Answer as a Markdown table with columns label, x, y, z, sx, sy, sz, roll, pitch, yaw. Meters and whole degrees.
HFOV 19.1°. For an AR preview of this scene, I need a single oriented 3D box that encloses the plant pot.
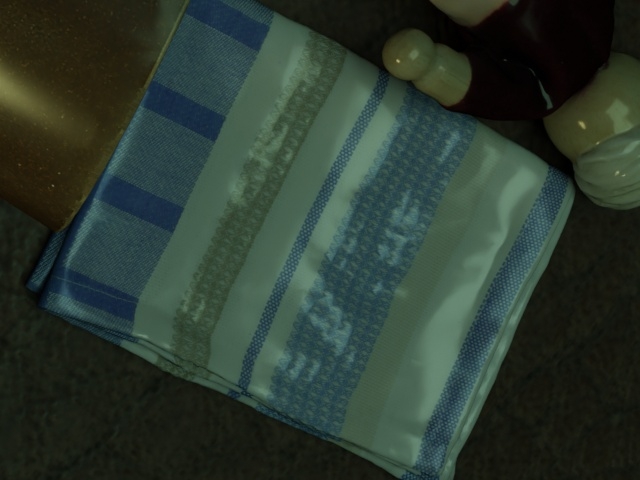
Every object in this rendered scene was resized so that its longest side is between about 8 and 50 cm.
| label | x | y | z | sx | sy | sz | roll | pitch | yaw |
| --- | --- | --- | --- | --- | --- | --- | --- | --- | --- |
| plant pot | -0.178 | -0.149 | 0.875 | 0.230 | 0.215 | 0.215 | 26 | 87 | -12 |

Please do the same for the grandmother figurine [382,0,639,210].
| label | x | y | z | sx | sy | sz | roll | pitch | yaw |
| --- | --- | --- | --- | --- | --- | --- | --- | --- | --- |
| grandmother figurine | 0.101 | -0.152 | 1.051 | 0.208 | 0.104 | 0.342 | -49 | 117 | -16 |

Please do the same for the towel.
| label | x | y | z | sx | sy | sz | roll | pitch | yaw |
| --- | --- | --- | --- | --- | --- | --- | --- | --- | --- |
| towel | 0.000 | 0.000 | 1.063 | 0.285 | 0.034 | 0.209 | 27 | 86 | -26 |
